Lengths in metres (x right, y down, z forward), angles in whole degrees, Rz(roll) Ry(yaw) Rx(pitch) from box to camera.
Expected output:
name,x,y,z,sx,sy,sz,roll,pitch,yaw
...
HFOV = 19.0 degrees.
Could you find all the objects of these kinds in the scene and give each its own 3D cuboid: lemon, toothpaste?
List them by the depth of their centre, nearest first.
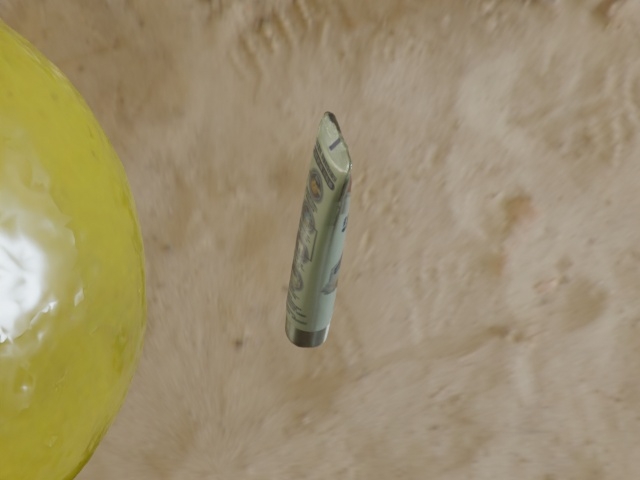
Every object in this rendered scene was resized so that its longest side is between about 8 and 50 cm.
name,x,y,z,sx,sy,sz,roll,pitch,yaw
lemon,-0.259,0.016,1.060,0.348,0.348,0.348,0,83,-3
toothpaste,0.000,0.000,1.494,0.039,0.239,0.062,-9,52,-14
